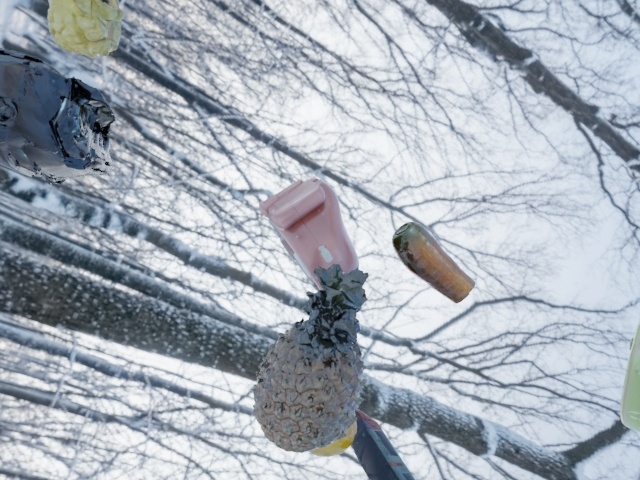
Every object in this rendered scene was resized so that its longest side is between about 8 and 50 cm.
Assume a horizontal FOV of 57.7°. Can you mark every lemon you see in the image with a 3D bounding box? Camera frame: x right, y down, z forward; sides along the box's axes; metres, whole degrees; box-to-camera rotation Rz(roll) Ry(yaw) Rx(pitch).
[{"bbox_3d":[0.009,0.446,1.399,0.142,0.187,0.142,-24,-133,29],"label":"lemon"}]

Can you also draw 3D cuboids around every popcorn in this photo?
[{"bbox_3d":[-0.476,-0.457,1.166,0.170,0.180,0.180,-19,-134,23],"label":"popcorn"}]

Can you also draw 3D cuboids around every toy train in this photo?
[{"bbox_3d":[0.182,0.611,1.520,0.086,0.089,0.409,-61,-145,17],"label":"toy train"}]

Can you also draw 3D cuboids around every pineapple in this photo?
[{"bbox_3d":[-0.005,0.192,0.992,0.202,0.201,0.362,-110,-153,-53],"label":"pineapple"}]

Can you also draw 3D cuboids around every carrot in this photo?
[{"bbox_3d":[0.223,0.048,1.172,0.087,0.193,0.087,-41,-169,10],"label":"carrot"}]

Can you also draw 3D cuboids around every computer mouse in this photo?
[{"bbox_3d":[-0.284,-0.103,0.580,0.242,0.146,0.078,110,-10,-74],"label":"computer mouse"}]

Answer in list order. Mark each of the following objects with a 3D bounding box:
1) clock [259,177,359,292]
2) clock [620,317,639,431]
[{"bbox_3d":[0.000,0.000,1.185,0.142,0.241,0.227,-32,-166,-6],"label":"clock"},{"bbox_3d":[0.783,0.241,1.309,0.117,0.286,0.348,15,-140,35],"label":"clock"}]
